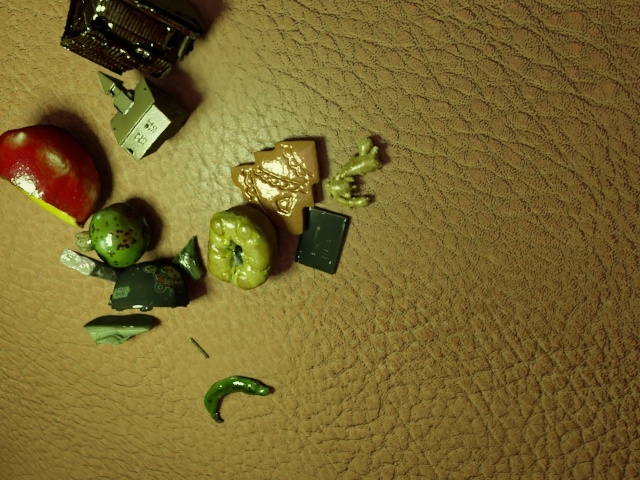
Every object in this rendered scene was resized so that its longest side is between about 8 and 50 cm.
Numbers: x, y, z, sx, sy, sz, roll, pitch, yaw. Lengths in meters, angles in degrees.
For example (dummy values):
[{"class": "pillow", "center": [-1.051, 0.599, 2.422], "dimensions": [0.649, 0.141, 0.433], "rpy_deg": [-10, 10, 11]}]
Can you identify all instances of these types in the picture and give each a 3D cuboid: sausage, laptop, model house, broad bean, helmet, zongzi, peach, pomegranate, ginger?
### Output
[{"class": "sausage", "center": [-0.429, 0.378, 1.754], "dimensions": [0.015, 0.015, 0.100], "rpy_deg": [-39, 96, 23]}, {"class": "laptop", "center": [0.000, 0.000, 1.504], "dimensions": [0.135, 0.016, 0.197], "rpy_deg": [18, 113, 10]}, {"class": "model house", "center": [-0.518, -0.580, 1.358], "dimensions": [0.317, 0.297, 0.282], "rpy_deg": [18, 130, -32]}, {"class": "broad bean", "center": [-0.315, 0.547, 1.770], "dimensions": [0.292, 0.049, 0.144], "rpy_deg": [-37, 103, 25]}, {"class": "helmet", "center": [-0.550, 0.146, 1.608], "dimensions": [0.279, 0.231, 0.160], "rpy_deg": [-2, 87, 39]}, {"class": "model house", "center": [-0.521, -0.387, 1.416], "dimensions": [0.181, 0.176, 0.248], "rpy_deg": [-40, 100, 24]}, {"class": "zongzi", "center": [-0.405, 0.062, 1.618], "dimensions": [0.109, 0.055, 0.119], "rpy_deg": [41, 103, -4]}, {"class": "peach", "center": [-0.829, -0.181, 1.533], "dimensions": [0.281, 0.281, 0.338], "rpy_deg": [-10, 106, 18]}, {"class": "pomegranate", "center": [-0.655, -0.014, 1.578], "dimensions": [0.248, 0.202, 0.202], "rpy_deg": [-6, 107, 9]}, {"class": "ginger", "center": [0.091, -0.177, 1.397], "dimensions": [0.177, 0.052, 0.193], "rpy_deg": [-13, 106, 13]}]

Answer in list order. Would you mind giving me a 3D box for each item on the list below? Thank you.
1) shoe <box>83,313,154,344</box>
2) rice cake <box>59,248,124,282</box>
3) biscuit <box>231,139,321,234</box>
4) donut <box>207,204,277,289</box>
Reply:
[{"class": "shoe", "center": [-0.702, 0.318, 1.764], "dimensions": [0.275, 0.103, 0.098], "rpy_deg": [-6, 109, 23]}, {"class": "rice cake", "center": [-0.703, 0.091, 1.592], "dimensions": [0.106, 0.298, 0.050], "rpy_deg": [25, 80, 6]}, {"class": "biscuit", "center": [-0.111, -0.173, 1.448], "dimensions": [0.284, 0.043, 0.306], "rpy_deg": [41, 116, 1]}, {"class": "donut", "center": [-0.229, 0.023, 1.492], "dimensions": [0.209, 0.128, 0.261], "rpy_deg": [21, 127, 9]}]
